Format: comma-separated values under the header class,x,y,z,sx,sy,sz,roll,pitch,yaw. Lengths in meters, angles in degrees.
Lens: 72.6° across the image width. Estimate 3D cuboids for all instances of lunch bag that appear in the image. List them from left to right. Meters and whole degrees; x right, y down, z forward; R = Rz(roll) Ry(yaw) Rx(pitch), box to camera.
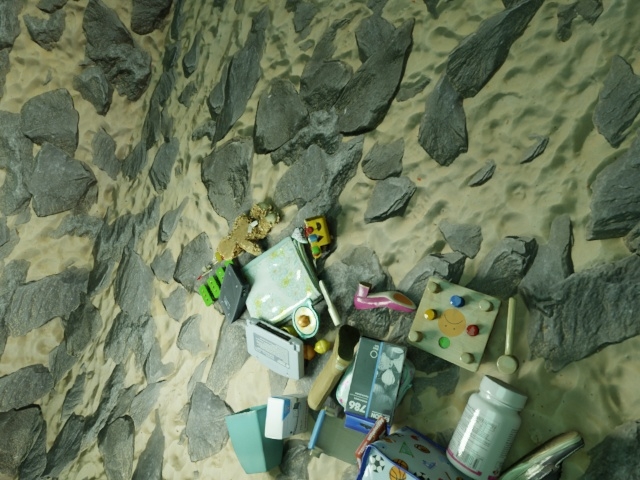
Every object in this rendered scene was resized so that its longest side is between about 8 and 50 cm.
class,x,y,z,sx,sy,sz,roll,pitch,yaw
lunch bag,0.204,0.514,1.583,0.224,0.108,0.279,30,94,34
lunch bag,0.332,0.775,1.306,0.386,0.328,0.238,20,93,32

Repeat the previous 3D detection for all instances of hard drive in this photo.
class,x,y,z,sx,sy,sz,roll,pitch,yaw
hard drive,-0.397,0.241,1.989,0.172,0.054,0.254,52,135,35

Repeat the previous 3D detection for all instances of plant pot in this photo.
class,x,y,z,sx,sy,sz,roll,pitch,yaw
plant pot,-0.252,0.799,1.759,0.166,0.166,0.234,-21,74,26

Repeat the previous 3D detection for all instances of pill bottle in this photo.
class,x,y,z,sx,sy,sz,roll,pitch,yaw
pill bottle,0.516,0.575,1.346,0.161,0.160,0.282,25,91,34

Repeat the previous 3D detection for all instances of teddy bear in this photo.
class,x,y,z,sx,sy,sz,roll,pitch,yaw
teddy bear,-0.334,-0.037,2.072,0.245,0.113,0.337,30,86,26

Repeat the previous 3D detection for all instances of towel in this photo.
class,x,y,z,sx,sy,sz,roll,pitch,yaw
towel,-0.186,0.194,1.918,0.375,0.090,0.320,-35,61,20

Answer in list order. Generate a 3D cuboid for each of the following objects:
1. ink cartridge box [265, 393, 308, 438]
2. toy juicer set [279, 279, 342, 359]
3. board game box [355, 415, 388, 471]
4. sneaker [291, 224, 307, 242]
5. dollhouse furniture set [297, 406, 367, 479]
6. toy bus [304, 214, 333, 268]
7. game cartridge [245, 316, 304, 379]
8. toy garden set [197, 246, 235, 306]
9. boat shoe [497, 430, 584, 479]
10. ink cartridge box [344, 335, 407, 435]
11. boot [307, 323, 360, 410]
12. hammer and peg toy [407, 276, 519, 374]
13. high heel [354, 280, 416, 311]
class,x,y,z,sx,sy,sz,roll,pitch,yaw
ink cartridge box,-0.127,0.678,1.693,0.082,0.191,0.139,-4,76,29
toy juicer set,-0.033,0.345,1.736,0.209,0.090,0.328,48,120,25
board game box,0.176,0.708,1.423,0.027,0.281,0.145,19,47,33
sneaker,-0.082,-0.031,1.855,0.098,0.038,0.069,28,104,43
dollhouse furniture set,0.078,0.807,1.605,0.287,0.198,0.303,23,60,-4
toy bus,-0.002,-0.010,1.845,0.105,0.202,0.190,-15,59,-5
game cartridge,-0.190,0.455,1.816,0.298,0.062,0.197,18,125,33
toy garden set,-0.507,0.171,2.145,0.244,0.049,0.203,-43,61,16
boat shoe,0.658,0.663,1.278,0.285,0.103,0.092,-45,64,18
ink cartridge box,0.185,0.508,1.493,0.166,0.065,0.332,10,86,18
boot,0.045,0.481,1.681,0.089,0.236,0.269,28,117,4
hammer and peg toy,0.496,0.287,1.455,0.362,0.127,0.265,18,85,33
high heel,0.242,0.249,1.664,0.244,0.082,0.117,18,116,21
